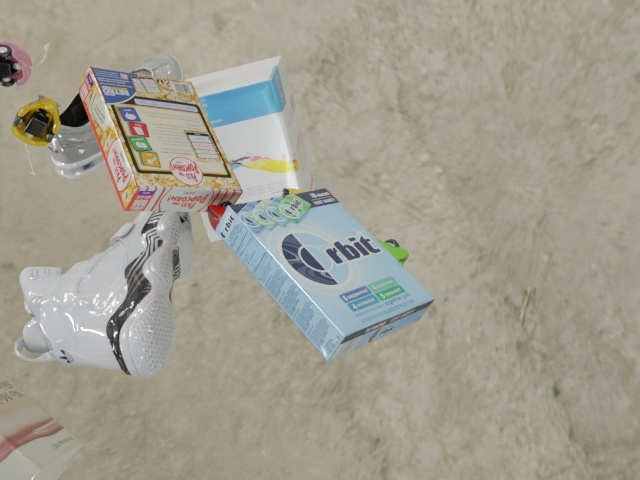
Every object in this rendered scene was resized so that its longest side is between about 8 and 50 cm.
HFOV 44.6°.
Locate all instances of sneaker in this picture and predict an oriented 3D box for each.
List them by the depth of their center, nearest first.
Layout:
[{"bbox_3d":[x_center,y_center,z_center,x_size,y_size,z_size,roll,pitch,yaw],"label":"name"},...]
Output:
[{"bbox_3d":[-0.313,0.043,1.158,0.210,0.366,0.137,-1,133,4],"label":"sneaker"},{"bbox_3d":[-0.326,-0.222,1.257,0.105,0.115,0.281,21,57,26],"label":"sneaker"}]

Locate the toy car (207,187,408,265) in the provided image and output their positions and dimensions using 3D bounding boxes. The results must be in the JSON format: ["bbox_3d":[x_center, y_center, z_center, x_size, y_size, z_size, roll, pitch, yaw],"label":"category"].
[{"bbox_3d":[0.000,0.000,0.980,0.225,0.239,0.053,22,109,21],"label":"toy car"}]

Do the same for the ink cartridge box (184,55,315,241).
[{"bbox_3d":[-0.136,-0.170,1.447,0.197,0.198,0.270,-12,113,8],"label":"ink cartridge box"}]

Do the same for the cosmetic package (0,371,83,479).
[{"bbox_3d":[-0.519,0.266,1.139,0.296,0.153,0.129,39,93,5],"label":"cosmetic package"}]

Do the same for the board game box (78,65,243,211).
[{"bbox_3d":[-0.197,-0.123,0.959,0.045,0.146,0.194,-49,55,37],"label":"board game box"}]

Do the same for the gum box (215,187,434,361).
[{"bbox_3d":[0.006,0.027,0.811,0.184,0.157,0.041,47,126,22],"label":"gum box"}]

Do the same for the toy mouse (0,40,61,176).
[{"bbox_3d":[-0.301,-0.141,0.705,0.143,0.031,0.161,23,136,-23],"label":"toy mouse"}]
